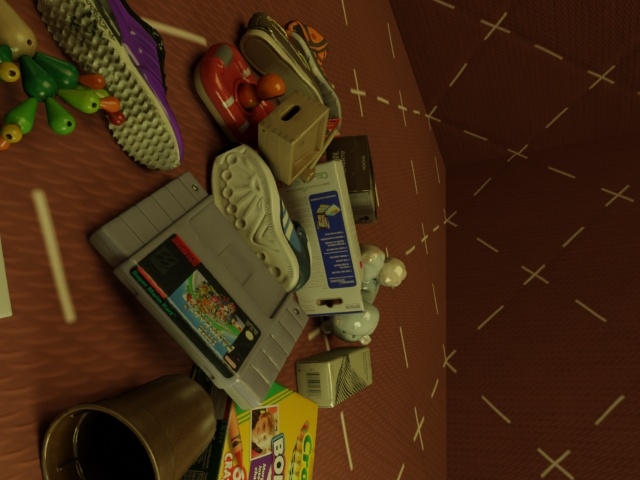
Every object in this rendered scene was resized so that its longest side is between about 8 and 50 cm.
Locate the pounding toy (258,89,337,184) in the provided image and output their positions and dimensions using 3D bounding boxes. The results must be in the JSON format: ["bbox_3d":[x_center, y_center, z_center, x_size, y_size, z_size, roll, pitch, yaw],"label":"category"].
[{"bbox_3d":[-0.050,-0.209,0.994,0.181,0.094,0.206,-50,166,-29],"label":"pounding toy"}]

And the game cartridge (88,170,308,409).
[{"bbox_3d":[-0.173,0.074,0.764,0.355,0.068,0.230,52,29,-13],"label":"game cartridge"}]

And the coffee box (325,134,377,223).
[{"bbox_3d":[0.098,-0.169,1.381,0.297,0.119,0.168,56,31,-72],"label":"coffee box"}]

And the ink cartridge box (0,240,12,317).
[{"bbox_3d":[-0.402,-0.051,0.373,0.211,0.122,0.289,-11,93,-65],"label":"ink cartridge box"}]

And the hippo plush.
[{"bbox_3d":[0.072,0.148,1.281,0.236,0.235,0.294,-67,-173,-20],"label":"hippo plush"}]

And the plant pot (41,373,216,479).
[{"bbox_3d":[-0.232,0.262,0.610,0.165,0.167,0.166,-16,97,-73],"label":"plant pot"}]

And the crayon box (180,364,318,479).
[{"bbox_3d":[-0.126,0.437,0.818,0.313,0.106,0.362,48,41,-49],"label":"crayon box"}]

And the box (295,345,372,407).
[{"bbox_3d":[0.043,0.348,1.217,0.275,0.094,0.113,6,77,-64],"label":"box"}]

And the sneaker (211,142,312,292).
[{"bbox_3d":[-0.115,-0.039,1.009,0.236,0.130,0.322,-13,81,-83],"label":"sneaker"}]

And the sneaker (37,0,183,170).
[{"bbox_3d":[-0.278,-0.257,0.721,0.293,0.102,0.146,67,28,-29],"label":"sneaker"}]

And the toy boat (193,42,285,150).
[{"bbox_3d":[-0.140,-0.299,0.965,0.231,0.151,0.150,58,35,-41],"label":"toy boat"}]

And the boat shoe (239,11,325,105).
[{"bbox_3d":[-0.078,-0.424,1.183,0.324,0.117,0.096,41,50,-46],"label":"boat shoe"}]

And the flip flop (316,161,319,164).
[{"bbox_3d":[-0.027,-0.070,1.228,0.112,0.080,0.276,-39,134,-79],"label":"flip flop"}]

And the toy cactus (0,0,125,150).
[{"bbox_3d":[-0.357,-0.204,0.572,0.180,0.112,0.219,60,30,-2],"label":"toy cactus"}]

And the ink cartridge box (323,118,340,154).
[{"bbox_3d":[0.020,-0.294,1.333,0.063,0.115,0.029,-16,62,-33],"label":"ink cartridge box"}]

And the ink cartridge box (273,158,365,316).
[{"bbox_3d":[0.000,0.000,1.138,0.069,0.176,0.370,-25,105,-65],"label":"ink cartridge box"}]

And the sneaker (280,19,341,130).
[{"bbox_3d":[-0.009,-0.474,1.327,0.321,0.125,0.180,63,32,-35],"label":"sneaker"}]
